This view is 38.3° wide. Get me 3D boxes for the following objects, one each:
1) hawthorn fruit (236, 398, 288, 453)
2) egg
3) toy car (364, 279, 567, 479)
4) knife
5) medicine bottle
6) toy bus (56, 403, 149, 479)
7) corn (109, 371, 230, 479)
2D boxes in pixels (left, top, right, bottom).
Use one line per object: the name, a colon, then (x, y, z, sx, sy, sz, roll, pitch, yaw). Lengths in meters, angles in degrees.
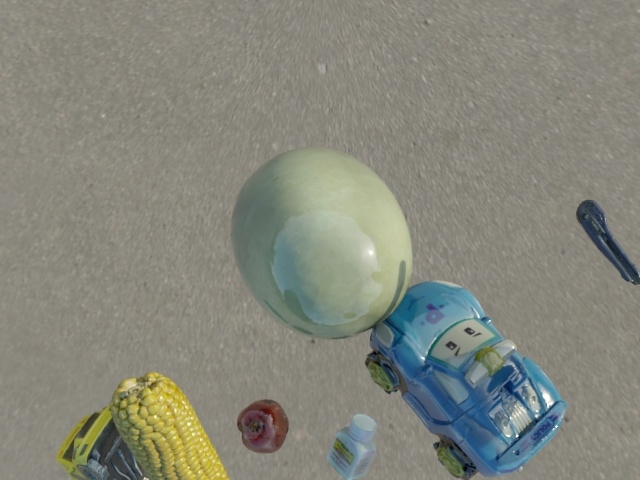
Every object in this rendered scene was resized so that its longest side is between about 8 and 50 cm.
hawthorn fruit: (-0.095, 0.294, 1.463, 0.093, 0.093, 0.093, 0, 108, 0)
egg: (0.000, 0.000, 1.353, 0.259, 0.352, 0.258, -5, 118, -10)
toy car: (0.210, 0.189, 1.341, 0.198, 0.166, 0.314, -34, 79, -25)
knife: (0.351, 0.003, 1.117, 0.031, 0.018, 0.121, -33, 77, 0)
medicine bottle: (0.067, 0.400, 1.798, 0.055, 0.074, 0.118, -2, 124, -42)
toy bus: (-0.399, 0.442, 1.783, 0.152, 0.144, 0.330, 12, 139, 26)
corn: (-0.189, 0.286, 1.229, 0.102, 0.101, 0.310, -20, 123, 6)
